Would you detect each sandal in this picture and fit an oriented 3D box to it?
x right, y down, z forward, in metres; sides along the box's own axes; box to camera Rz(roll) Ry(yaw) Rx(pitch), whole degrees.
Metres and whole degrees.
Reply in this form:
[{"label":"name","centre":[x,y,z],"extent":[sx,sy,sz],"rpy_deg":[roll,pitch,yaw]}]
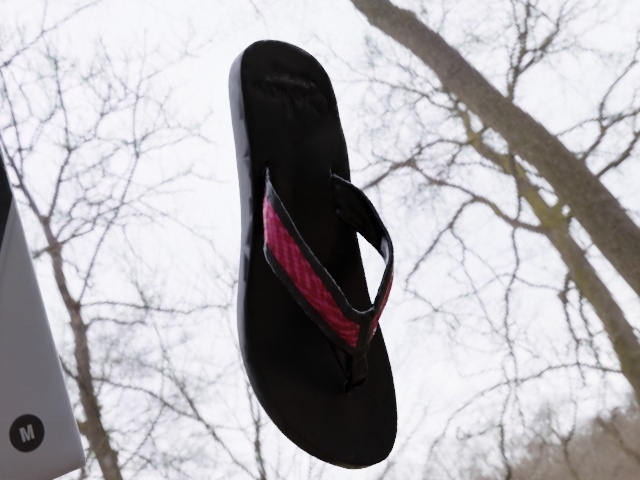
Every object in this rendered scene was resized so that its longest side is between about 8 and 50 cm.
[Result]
[{"label":"sandal","centre":[0.000,0.000,0.342],"extent":[0.067,0.179,0.040],"rpy_deg":[-1,-13,-41]}]

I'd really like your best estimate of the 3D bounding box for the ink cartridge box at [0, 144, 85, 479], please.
[{"label":"ink cartridge box","centre":[-0.204,0.007,0.277],"extent":[0.045,0.223,0.223],"rpy_deg":[-17,1,43]}]
